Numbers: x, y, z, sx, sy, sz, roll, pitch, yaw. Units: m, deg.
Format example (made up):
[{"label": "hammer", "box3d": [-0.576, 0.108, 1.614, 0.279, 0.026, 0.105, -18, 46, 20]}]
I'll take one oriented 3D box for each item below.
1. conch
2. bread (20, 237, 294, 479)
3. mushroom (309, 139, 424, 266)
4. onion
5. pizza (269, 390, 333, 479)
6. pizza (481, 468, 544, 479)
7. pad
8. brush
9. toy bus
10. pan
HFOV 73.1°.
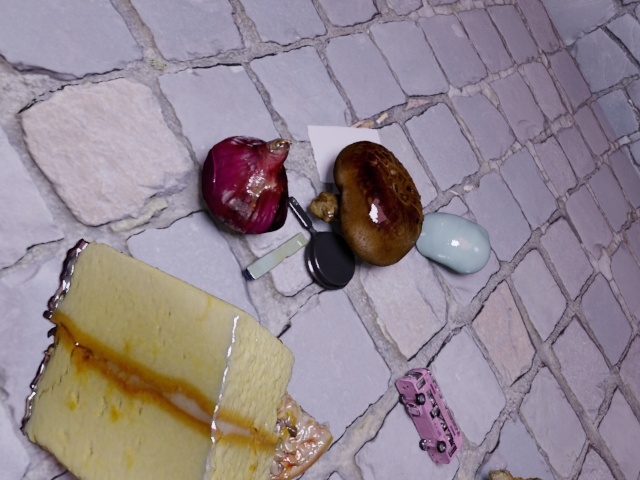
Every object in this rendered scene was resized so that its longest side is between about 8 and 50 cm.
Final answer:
[{"label": "conch", "box3d": [0.357, -0.004, 1.151, 0.221, 0.121, 0.185, 16, 36, -23]}, {"label": "bread", "box3d": [-0.251, 0.238, 0.695, 0.404, 0.242, 0.346, 16, 68, 17]}, {"label": "mushroom", "box3d": [0.121, -0.088, 0.977, 0.278, 0.163, 0.297, 1, 66, -35]}, {"label": "onion", "box3d": [-0.130, -0.119, 0.797, 0.139, 0.218, 0.195, 2, 66, -32]}, {"label": "pizza", "box3d": [-0.066, 0.332, 0.791, 0.185, 0.052, 0.195, -19, 84, -39]}, {"label": "pizza", "box3d": [0.453, 0.620, 1.023, 0.226, 0.069, 0.147, 25, 84, -20]}, {"label": "pad", "box3d": [0.077, -0.219, 1.096, 0.232, 0.004, 0.157, -6, 78, -34]}, {"label": "brush", "box3d": [-0.089, 0.033, 0.893, 0.033, 0.030, 0.178, 53, 44, 2]}, {"label": "toy bus", "box3d": [0.244, 0.388, 0.966, 0.090, 0.063, 0.203, -26, 91, -39]}, {"label": "pan", "box3d": [0.000, 0.000, 0.950, 0.136, 0.028, 0.235, -38, 96, -45]}]
